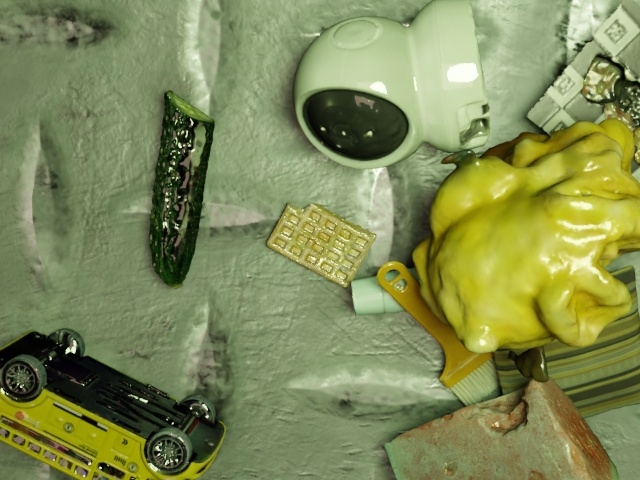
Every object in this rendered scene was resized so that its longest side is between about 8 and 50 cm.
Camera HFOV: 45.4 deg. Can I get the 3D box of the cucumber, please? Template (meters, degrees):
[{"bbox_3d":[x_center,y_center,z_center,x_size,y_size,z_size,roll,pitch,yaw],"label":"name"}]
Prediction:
[{"bbox_3d":[-0.196,-0.067,1.051,0.077,0.077,0.265,12,102,3],"label":"cucumber"}]

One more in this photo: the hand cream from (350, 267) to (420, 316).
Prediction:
[{"bbox_3d":[0.207,0.055,1.051,0.331,0.058,0.085,-8,84,0],"label":"hand cream"}]

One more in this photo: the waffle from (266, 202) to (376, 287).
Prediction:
[{"bbox_3d":[0.000,0.000,1.072,0.135,0.021,0.092,29,102,-2],"label":"waffle"}]

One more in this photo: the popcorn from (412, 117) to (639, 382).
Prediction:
[{"bbox_3d":[0.238,-0.010,0.894,0.297,0.316,0.281,-30,119,29],"label":"popcorn"}]

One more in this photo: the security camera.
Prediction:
[{"bbox_3d":[0.082,-0.192,0.952,0.236,0.194,0.195,-6,99,9],"label":"security camera"}]

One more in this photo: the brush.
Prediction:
[{"bbox_3d":[0.166,0.122,1.038,0.103,0.013,0.272,-40,114,9],"label":"brush"}]

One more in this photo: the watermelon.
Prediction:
[{"bbox_3d":[0.249,0.285,1.017,0.318,0.148,0.226,6,88,41],"label":"watermelon"}]

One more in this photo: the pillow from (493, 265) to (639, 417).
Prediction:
[{"bbox_3d":[0.339,0.156,1.043,0.208,0.052,0.212,-16,107,2],"label":"pillow"}]

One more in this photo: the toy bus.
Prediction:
[{"bbox_3d":[-0.308,0.256,1.080,0.331,0.145,0.151,26,102,3],"label":"toy bus"}]

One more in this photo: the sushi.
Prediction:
[{"bbox_3d":[0.405,-0.174,0.994,0.215,0.050,0.192,37,104,-7],"label":"sushi"}]
